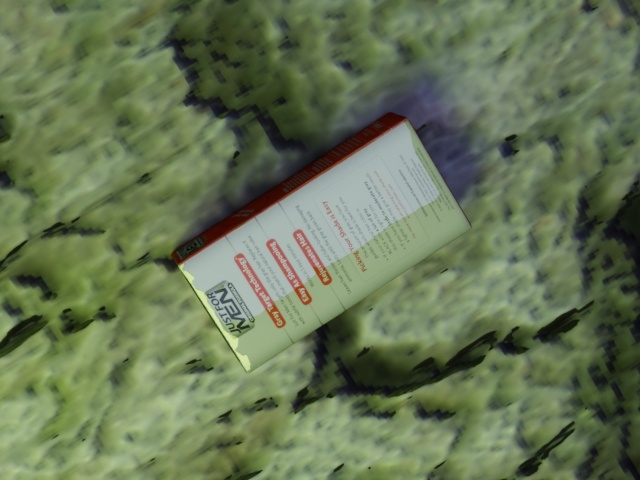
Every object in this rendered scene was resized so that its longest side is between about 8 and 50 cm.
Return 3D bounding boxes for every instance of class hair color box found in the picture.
[{"bbox_3d":[0.000,0.000,0.869,0.141,0.043,0.072,-32,104,-5],"label":"hair color box"}]
